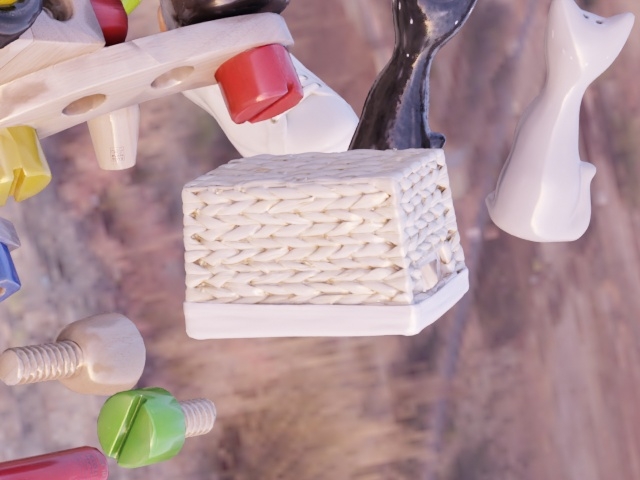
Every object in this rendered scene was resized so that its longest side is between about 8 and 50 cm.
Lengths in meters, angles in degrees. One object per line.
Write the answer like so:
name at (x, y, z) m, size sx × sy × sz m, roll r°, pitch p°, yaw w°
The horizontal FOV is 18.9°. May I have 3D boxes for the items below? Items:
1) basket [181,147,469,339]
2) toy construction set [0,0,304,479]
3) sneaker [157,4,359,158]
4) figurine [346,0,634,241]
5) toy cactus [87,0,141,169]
basket at (0.000, 0.000, 1.253) m, size 0.113 × 0.167 × 0.103 m, roll -33°, pitch 118°, yaw -63°
toy construction set at (-0.164, -0.026, 0.826) m, size 0.237 × 0.257 × 0.309 m, roll -5°, pitch 93°, yaw -58°
sneaker at (-0.075, -0.164, 1.928) m, size 0.106 × 0.290 × 0.123 m, roll -41°, pitch 138°, yaw -18°
figurine at (0.140, -0.118, 1.591) m, size 0.092 × 0.214 × 0.209 m, roll -93°, pitch -165°, yaw -66°
toy cactus at (-0.183, -0.152, 1.712) m, size 0.112 × 0.219 × 0.181 m, roll -146°, pitch -131°, yaw -62°
